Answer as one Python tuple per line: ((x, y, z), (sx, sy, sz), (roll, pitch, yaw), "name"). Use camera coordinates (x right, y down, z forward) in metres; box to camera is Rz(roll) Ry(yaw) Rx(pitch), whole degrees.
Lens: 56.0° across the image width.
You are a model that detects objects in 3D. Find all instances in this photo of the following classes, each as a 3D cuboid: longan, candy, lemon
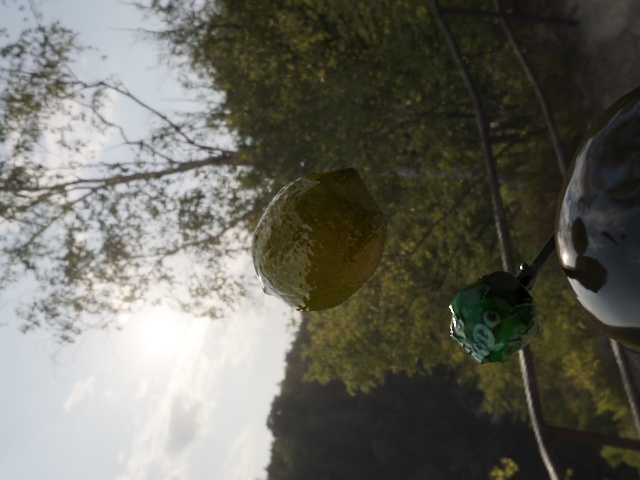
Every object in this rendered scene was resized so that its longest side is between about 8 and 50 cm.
((0.389, -0.023, 0.611), (0.297, 0.297, 0.298), (7, -90, -84), "longan")
((0.249, 0.043, 0.724), (0.323, 0.097, 0.097), (-32, -45, -47), "candy")
((-0.002, 0.002, 0.818), (0.193, 0.180, 0.181), (-45, -21, -18), "lemon")
